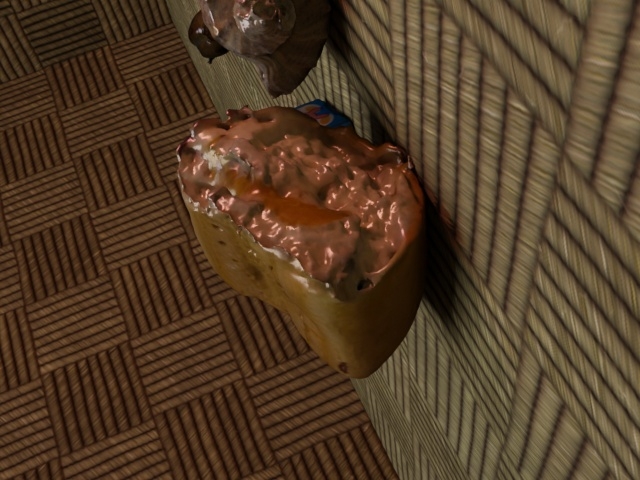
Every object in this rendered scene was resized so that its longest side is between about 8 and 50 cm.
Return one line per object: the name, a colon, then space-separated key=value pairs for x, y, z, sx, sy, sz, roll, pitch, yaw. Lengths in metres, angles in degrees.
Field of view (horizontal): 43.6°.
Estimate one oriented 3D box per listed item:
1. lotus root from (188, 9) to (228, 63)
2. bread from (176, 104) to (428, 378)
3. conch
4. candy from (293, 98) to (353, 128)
lotus root: x=-0.274 y=-0.536 z=2.058 sx=0.124 sy=0.123 sz=0.241 roll=40 pitch=176 yaw=-15
bread: x=0.000 y=0.000 z=1.182 sx=0.361 sy=0.250 sz=0.394 roll=35 pitch=161 yaw=26
conch: x=-0.059 y=-0.328 z=1.131 sx=0.210 sy=0.159 sz=0.291 roll=52 pitch=-159 yaw=-20
candy: x=0.024 y=-0.081 z=1.415 sx=0.157 sy=0.100 sz=0.305 roll=-125 pitch=16 yaw=-60
